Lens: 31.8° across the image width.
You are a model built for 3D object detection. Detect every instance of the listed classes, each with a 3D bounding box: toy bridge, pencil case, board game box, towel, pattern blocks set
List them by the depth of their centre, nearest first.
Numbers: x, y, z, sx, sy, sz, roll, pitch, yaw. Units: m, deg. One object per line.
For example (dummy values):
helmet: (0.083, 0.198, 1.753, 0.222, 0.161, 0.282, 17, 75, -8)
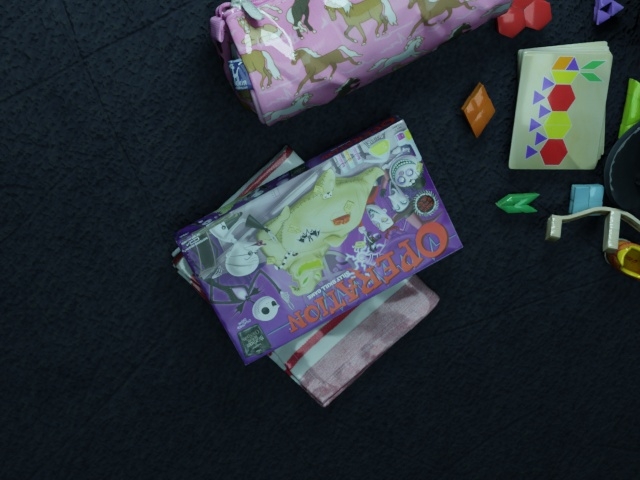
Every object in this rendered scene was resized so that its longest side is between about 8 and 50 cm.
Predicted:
pencil case: (0.055, -0.291, 1.426, 0.386, 0.167, 0.160, -25, 78, -3)
board game box: (0.000, 0.000, 1.535, 0.347, 0.056, 0.208, -29, 112, -3)
pattern blocks set: (0.336, -0.189, 1.576, 0.285, 0.026, 0.324, 7, 107, -16)
towel: (-0.018, 0.058, 1.587, 0.237, 0.037, 0.329, -44, 110, 4)
toy bridge: (0.420, -0.014, 1.614, 0.188, 0.026, 0.063, 10, 71, -3)

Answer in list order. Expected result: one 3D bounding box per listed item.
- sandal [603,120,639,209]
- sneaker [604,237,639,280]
sandal: (0.499, -0.148, 1.580, 0.097, 0.054, 0.254, 37, 103, -21)
sneaker: (0.504, 0.048, 1.670, 0.175, 0.067, 0.064, 15, 102, -17)
